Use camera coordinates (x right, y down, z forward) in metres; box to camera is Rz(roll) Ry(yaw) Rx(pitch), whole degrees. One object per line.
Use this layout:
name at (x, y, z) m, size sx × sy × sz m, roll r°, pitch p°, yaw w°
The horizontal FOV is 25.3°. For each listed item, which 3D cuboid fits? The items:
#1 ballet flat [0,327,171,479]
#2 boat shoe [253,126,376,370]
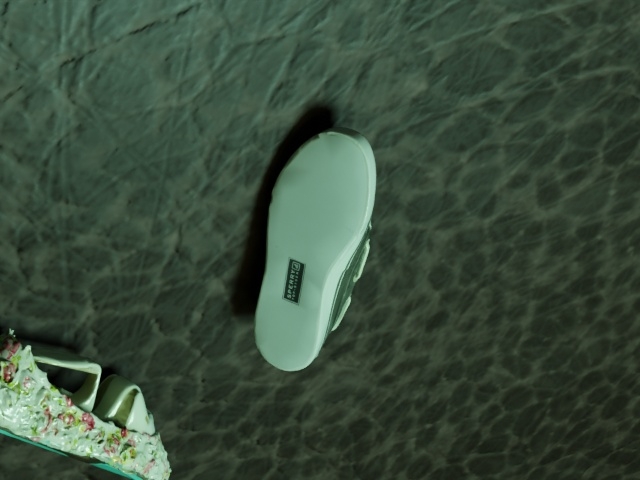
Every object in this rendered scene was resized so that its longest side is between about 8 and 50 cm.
ballet flat at (-0.185, 0.136, 1.126) m, size 0.077 × 0.091 × 0.241 m, roll -60°, pitch 142°, yaw -4°
boat shoe at (0.000, 0.000, 1.125) m, size 0.070 × 0.078 × 0.219 m, roll -41°, pitch 154°, yaw -53°
